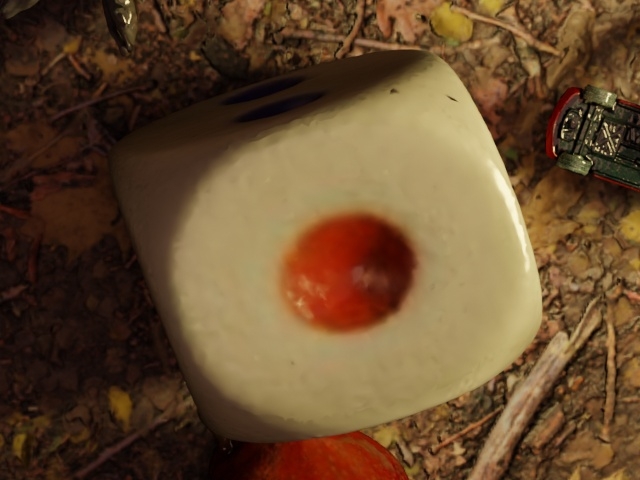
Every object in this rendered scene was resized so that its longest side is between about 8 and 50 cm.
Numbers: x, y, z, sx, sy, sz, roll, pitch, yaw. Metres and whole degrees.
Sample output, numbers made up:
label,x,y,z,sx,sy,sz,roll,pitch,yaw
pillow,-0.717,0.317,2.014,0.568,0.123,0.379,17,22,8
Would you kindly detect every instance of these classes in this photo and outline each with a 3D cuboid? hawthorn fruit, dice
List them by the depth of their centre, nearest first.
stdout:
label,x,y,z,sx,sy,sz,roll,pitch,yaw
dice,0.000,0.000,1.544,0.304,0.304,0.276,-21,102,-4
hawthorn fruit,-0.026,0.246,1.659,0.251,0.189,0.189,38,93,1

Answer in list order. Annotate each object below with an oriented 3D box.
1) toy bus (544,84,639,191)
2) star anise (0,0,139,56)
label,x,y,z,sx,sy,sz,roll,pitch,yaw
toy bus,0.302,-0.088,1.680,0.195,0.089,0.081,17,97,-12
star anise,-0.199,-0.276,1.572,0.236,0.093,0.229,42,92,-15
